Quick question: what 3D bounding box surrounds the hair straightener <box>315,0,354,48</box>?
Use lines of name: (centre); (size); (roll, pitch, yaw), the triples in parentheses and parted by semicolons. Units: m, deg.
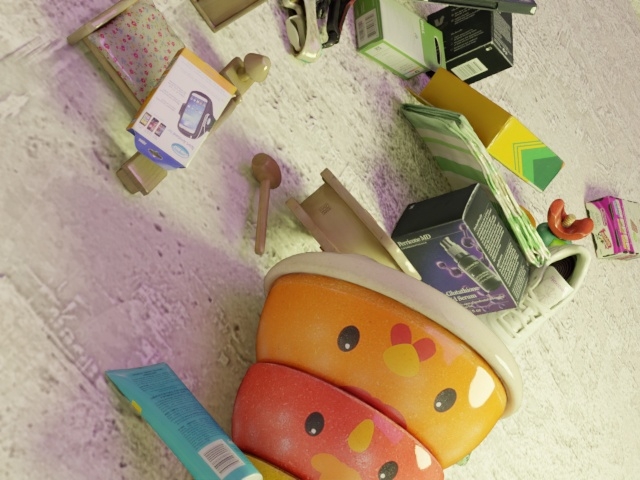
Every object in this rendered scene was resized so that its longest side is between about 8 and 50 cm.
hair straightener: (0.012, -0.417, 1.340); (0.089, 0.047, 0.230); (41, 52, -33)

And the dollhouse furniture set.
dollhouse furniture set: (-0.178, -0.288, 0.953); (0.303, 0.174, 0.355); (53, 42, -21)

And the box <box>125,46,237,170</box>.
box: (-0.168, -0.150, 0.919); (0.081, 0.028, 0.136); (37, 75, -27)

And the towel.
towel: (0.275, -0.104, 1.414); (0.038, 0.248, 0.324); (-39, 111, -4)

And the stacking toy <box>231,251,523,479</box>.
stacking toy: (-0.004, 0.285, 0.894); (0.350, 0.351, 0.479); (44, 62, -30)

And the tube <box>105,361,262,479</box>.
tube: (-0.144, 0.198, 0.828); (0.207, 0.052, 0.080); (40, 21, 33)

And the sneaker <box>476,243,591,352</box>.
sneaker: (0.367, 0.108, 1.404); (0.114, 0.152, 0.305); (45, 81, 4)

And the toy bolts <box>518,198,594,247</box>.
toy bolts: (0.445, 0.017, 1.639); (0.218, 0.158, 0.228); (40, 48, 13)

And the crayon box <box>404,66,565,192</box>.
crayon box: (0.319, -0.216, 1.483); (0.319, 0.081, 0.202); (21, 20, -51)

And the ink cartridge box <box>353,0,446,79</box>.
ink cartridge box: (0.154, -0.377, 1.468); (0.209, 0.062, 0.108); (15, 64, -46)

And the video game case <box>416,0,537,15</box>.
video game case: (0.251, -0.485, 1.465); (0.196, 0.275, 0.026); (-95, -169, -54)

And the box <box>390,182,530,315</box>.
box: (0.247, 0.024, 1.357); (0.207, 0.153, 0.108); (53, 43, -21)

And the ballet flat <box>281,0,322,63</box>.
ballet flat: (-0.035, -0.369, 1.250); (0.052, 0.057, 0.168); (-7, 81, -41)

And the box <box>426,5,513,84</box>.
box: (0.305, -0.410, 1.586); (0.093, 0.156, 0.158); (31, 54, -40)

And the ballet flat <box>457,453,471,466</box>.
ballet flat: (0.238, 0.288, 1.315); (0.070, 0.070, 0.188); (-7, 82, -51)

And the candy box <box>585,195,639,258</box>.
candy box: (0.813, -0.030, 2.114); (0.234, 0.071, 0.159); (4, 73, -48)

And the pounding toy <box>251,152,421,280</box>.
pounding toy: (0.000, 0.000, 1.096); (0.269, 0.155, 0.154); (50, 1, 24)
